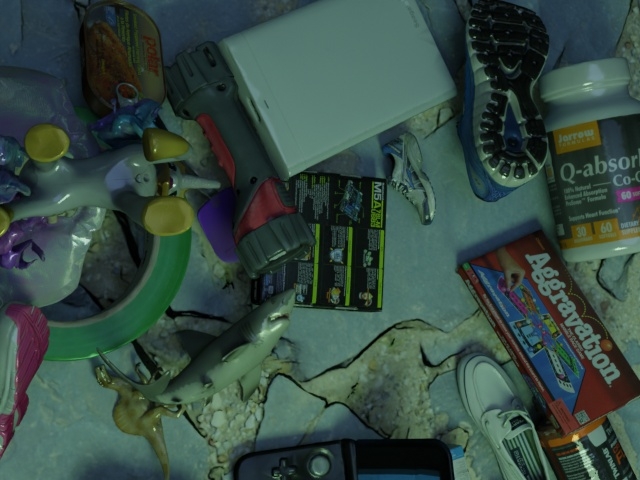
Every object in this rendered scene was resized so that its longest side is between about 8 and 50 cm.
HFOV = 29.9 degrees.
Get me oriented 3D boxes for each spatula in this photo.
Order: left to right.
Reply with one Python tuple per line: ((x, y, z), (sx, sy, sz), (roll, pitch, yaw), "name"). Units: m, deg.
((-0.182, -0.100, 1.604), (0.084, 0.030, 0.296), (-40, 96, -35), "spatula")

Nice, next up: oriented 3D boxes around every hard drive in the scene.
((0.029, -0.235, 1.661), (0.307, 0.040, 0.203), (-28, 94, -28), "hard drive")

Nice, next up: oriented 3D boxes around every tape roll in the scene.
((-0.327, -0.008, 1.524), (0.321, 0.077, 0.321), (2, 84, -19), "tape roll")

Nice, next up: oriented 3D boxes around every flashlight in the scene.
((-0.117, -0.102, 1.569), (0.103, 0.103, 0.304), (-25, 77, -21), "flashlight")

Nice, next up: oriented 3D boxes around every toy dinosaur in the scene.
((-0.221, 0.226, 1.562), (0.092, 0.053, 0.183), (-34, 89, -3), "toy dinosaur")

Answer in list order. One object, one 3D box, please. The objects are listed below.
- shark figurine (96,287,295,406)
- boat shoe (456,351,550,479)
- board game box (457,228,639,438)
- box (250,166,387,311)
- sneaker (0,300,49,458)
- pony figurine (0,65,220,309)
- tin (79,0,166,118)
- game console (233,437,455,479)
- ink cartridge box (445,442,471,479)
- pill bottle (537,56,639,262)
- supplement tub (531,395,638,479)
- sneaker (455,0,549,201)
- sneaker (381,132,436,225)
((-0.165, 0.152, 1.542), (0.278, 0.166, 0.116), (-24, 54, -40), "shark figurine")
((0.272, 0.261, 1.704), (0.083, 0.076, 0.226), (-29, 95, -19), "boat shoe")
((0.328, 0.128, 1.706), (0.145, 0.027, 0.281), (-23, 69, -21), "board game box")
((0.000, 0.000, 1.649), (0.184, 0.045, 0.191), (4, 84, -24), "box")
((-0.399, 0.160, 1.415), (0.111, 0.252, 0.103), (24, 38, -4), "sneaker")
((-0.292, -0.059, 1.354), (0.351, 0.363, 0.303), (-3, 93, -3), "pony figurine")
((-0.257, -0.229, 1.551), (0.106, 0.040, 0.190), (5, 57, -22), "tin")
((0.038, 0.413, 1.559), (0.250, 0.173, 0.293), (-5, 86, -20), "game console")
((0.188, 0.330, 1.683), (0.028, 0.048, 0.083), (-15, 89, -19), "ink cartridge box")
((0.406, -0.115, 1.739), (0.162, 0.162, 0.278), (-11, 89, -19), "pill bottle")
((0.377, 0.300, 1.721), (0.106, 0.106, 0.198), (-28, 95, -19), "supplement tub")
((0.244, -0.204, 1.717), (0.129, 0.147, 0.330), (13, 62, -11), "sneaker")
((0.122, -0.082, 1.704), (0.058, 0.052, 0.135), (-17, 83, -10), "sneaker")
